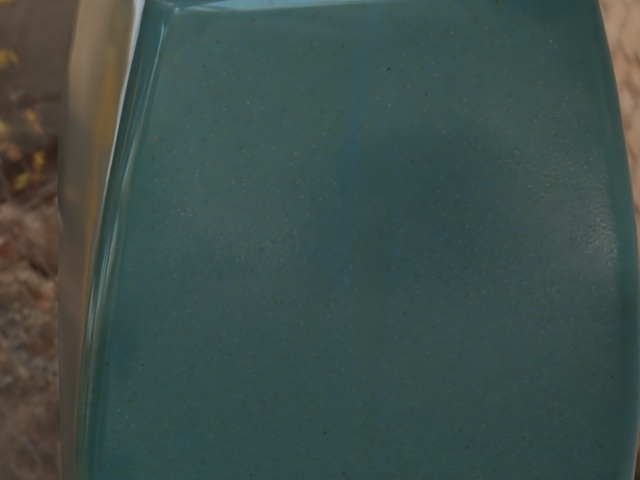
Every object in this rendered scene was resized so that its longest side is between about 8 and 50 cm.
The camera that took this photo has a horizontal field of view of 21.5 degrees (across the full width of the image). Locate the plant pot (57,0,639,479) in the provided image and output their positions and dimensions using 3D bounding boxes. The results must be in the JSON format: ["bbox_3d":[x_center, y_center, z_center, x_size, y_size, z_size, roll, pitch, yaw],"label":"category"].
[{"bbox_3d":[0.000,0.000,0.493,0.166,0.234,0.165,-4,40,-7],"label":"plant pot"}]
